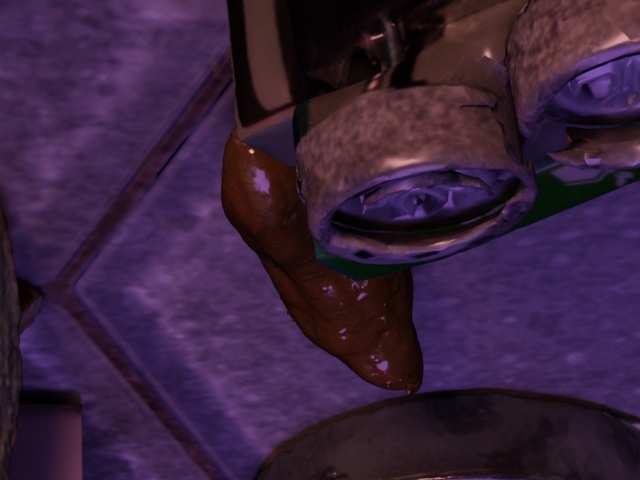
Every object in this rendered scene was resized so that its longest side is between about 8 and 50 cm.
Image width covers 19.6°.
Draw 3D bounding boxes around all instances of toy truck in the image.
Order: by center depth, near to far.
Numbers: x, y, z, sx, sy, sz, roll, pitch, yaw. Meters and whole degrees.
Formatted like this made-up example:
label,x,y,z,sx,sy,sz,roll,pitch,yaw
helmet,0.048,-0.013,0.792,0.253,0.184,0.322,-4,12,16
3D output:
label,x,y,z,sx,sy,sz,roll,pitch,yaw
toy truck,0.124,-0.101,0.478,0.363,0.176,0.178,-25,149,32

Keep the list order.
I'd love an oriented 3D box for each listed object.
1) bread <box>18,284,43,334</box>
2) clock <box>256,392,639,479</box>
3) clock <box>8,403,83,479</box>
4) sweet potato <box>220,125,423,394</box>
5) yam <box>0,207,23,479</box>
label,x,y,z,sx,sy,sz,roll,pitch,yaw
bread,-0.169,0.043,0.772,0.109,0.062,0.043,8,145,-21
clock,0.075,0.151,0.960,0.226,0.049,0.226,-1,148,-1
clock,-0.156,0.183,0.906,0.063,0.150,0.197,3,147,-13
sweet potato,-0.002,-0.001,0.716,0.053,0.054,0.182,20,161,31
yam,-0.257,0.024,0.649,0.304,0.168,0.168,5,147,-8
